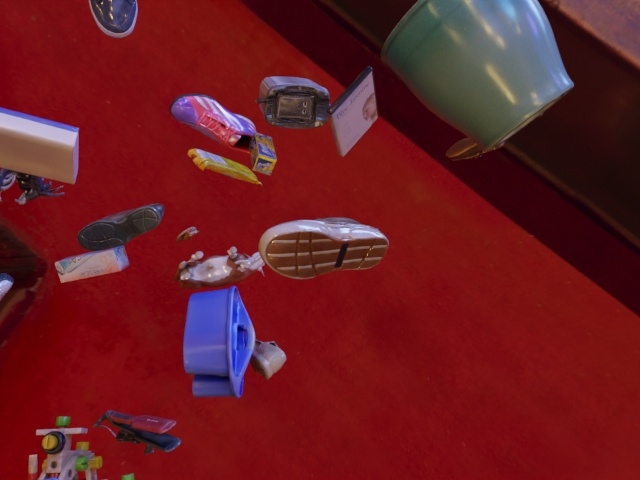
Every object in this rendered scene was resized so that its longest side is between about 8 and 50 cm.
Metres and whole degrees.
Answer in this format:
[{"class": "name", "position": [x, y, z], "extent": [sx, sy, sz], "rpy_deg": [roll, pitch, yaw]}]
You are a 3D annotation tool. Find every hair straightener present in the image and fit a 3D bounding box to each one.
[{"class": "hair straightener", "position": [-0.361, 0.383, 1.096], "extent": [0.230, 0.047, 0.089], "rpy_deg": [-4, 105, 30]}]

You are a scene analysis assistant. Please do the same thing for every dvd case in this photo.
[{"class": "dvd case", "position": [0.101, -0.370, 1.648], "extent": [0.022, 0.253, 0.180], "rpy_deg": [38, 81, 20]}]

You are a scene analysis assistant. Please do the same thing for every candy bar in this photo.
[{"class": "candy bar", "position": [-0.136, -0.107, 0.830], "extent": [0.040, 0.161, 0.018], "rpy_deg": [46, 105, 20]}]

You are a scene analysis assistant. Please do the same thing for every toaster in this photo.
[{"class": "toaster", "position": [-0.091, -0.405, 1.639], "extent": [0.227, 0.146, 0.129], "rpy_deg": [-3, 119, -18]}]

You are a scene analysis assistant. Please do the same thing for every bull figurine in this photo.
[{"class": "bull figurine", "position": [-0.303, 0.085, 1.767], "extent": [0.310, 0.188, 0.101], "rpy_deg": [-15, 74, -12]}]

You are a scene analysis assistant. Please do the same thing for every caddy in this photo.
[{"class": "caddy", "position": [-0.276, 0.290, 1.616], "extent": [0.179, 0.341, 0.241], "rpy_deg": [-5, 131, -1]}]

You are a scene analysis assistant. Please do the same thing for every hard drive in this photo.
[{"class": "hard drive", "position": [-0.556, -0.171, 0.893], "extent": [0.319, 0.210, 0.040], "rpy_deg": [13, 74, -21]}]

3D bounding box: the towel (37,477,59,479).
[{"class": "towel", "position": [-0.424, 0.375, 0.558], "extent": [0.336, 0.040, 0.243], "rpy_deg": [-3, 98, -20]}]

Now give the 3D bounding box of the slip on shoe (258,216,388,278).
[{"class": "slip on shoe", "position": [0.000, 0.000, 0.486], "extent": [0.041, 0.135, 0.051], "rpy_deg": [45, 126, 39]}]

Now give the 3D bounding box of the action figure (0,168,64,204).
[{"class": "action figure", "position": [-0.759, -0.150, 1.324], "extent": [0.276, 0.164, 0.141], "rpy_deg": [30, 73, -10]}]

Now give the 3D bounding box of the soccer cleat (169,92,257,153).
[{"class": "soccer cleat", "position": [-0.304, -0.344, 1.695], "extent": [0.108, 0.318, 0.116], "rpy_deg": [-46, 55, 22]}]

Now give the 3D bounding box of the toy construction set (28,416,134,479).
[{"class": "toy construction set", "position": [-0.718, 0.608, 1.550], "extent": [0.309, 0.257, 0.237], "rpy_deg": [-15, 74, 27]}]

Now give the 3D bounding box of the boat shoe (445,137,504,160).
[{"class": "boat shoe", "position": [0.494, -0.294, 1.811], "extent": [0.073, 0.207, 0.073], "rpy_deg": [38, 65, -20]}]

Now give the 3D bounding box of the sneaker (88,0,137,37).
[{"class": "sneaker", "position": [-0.360, -0.480, 0.956], "extent": [0.086, 0.163, 0.226], "rpy_deg": [-4, 83, -15]}]

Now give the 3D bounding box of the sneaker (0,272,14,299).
[{"class": "sneaker", "position": [-0.463, 0.130, 0.752], "extent": [0.083, 0.071, 0.190], "rpy_deg": [40, 88, -18]}]

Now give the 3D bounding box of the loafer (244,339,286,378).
[{"class": "loafer", "position": [-0.172, 0.366, 1.773], "extent": [0.092, 0.268, 0.102], "rpy_deg": [-24, 102, -17]}]

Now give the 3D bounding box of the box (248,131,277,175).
[{"class": "box", "position": [-0.171, -0.257, 1.654], "extent": [0.059, 0.169, 0.054], "rpy_deg": [15, 119, -20]}]

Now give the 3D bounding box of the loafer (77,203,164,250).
[{"class": "loafer", "position": [-0.575, -0.041, 1.646], "extent": [0.268, 0.084, 0.096], "rpy_deg": [-18, 109, 10]}]

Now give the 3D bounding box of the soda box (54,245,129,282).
[{"class": "soda box", "position": [-0.615, 0.064, 1.521], "extent": [0.183, 0.058, 0.063], "rpy_deg": [-12, 101, 11]}]

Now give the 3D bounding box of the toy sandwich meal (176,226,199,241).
[{"class": "toy sandwich meal", "position": [-0.440, -0.016, 1.874], "extent": [0.085, 0.085, 0.029], "rpy_deg": [-36, 86, 2]}]

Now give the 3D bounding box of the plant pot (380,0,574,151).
[{"class": "plant pot", "position": [0.290, -0.308, 0.986], "extent": [0.272, 0.271, 0.255], "rpy_deg": [-36, 84, 2]}]
